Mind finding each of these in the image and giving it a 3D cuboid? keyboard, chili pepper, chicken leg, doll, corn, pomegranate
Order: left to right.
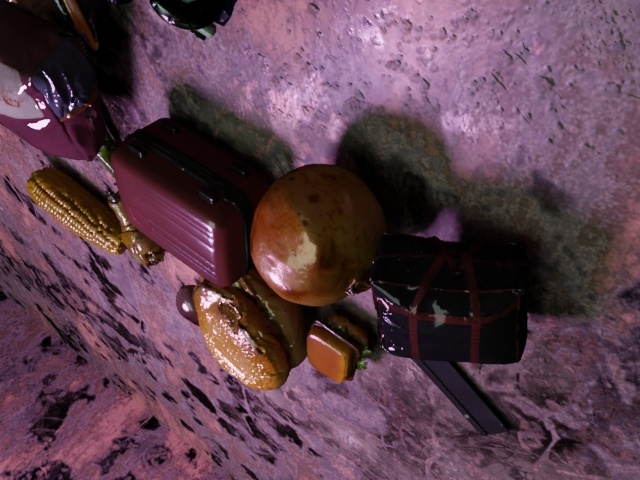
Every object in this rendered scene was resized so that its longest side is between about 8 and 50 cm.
[{"bbox_3d":[-0.653,-0.084,1.670,0.363,0.120,0.120,32,146,14],"label":"corn"},{"bbox_3d":[-0.497,-0.241,1.361,0.084,0.076,0.359,1,132,16],"label":"chili pepper"},{"bbox_3d":[-0.461,-0.028,1.554,0.103,0.088,0.228,19,135,50],"label":"chicken leg"},{"bbox_3d":[-0.276,0.161,1.554,0.188,0.096,0.145,-4,144,20],"label":"doll"},{"bbox_3d":[0.000,0.000,0.927,0.215,0.215,0.215,29,145,23],"label":"pomegranate"},{"bbox_3d":[0.254,0.271,1.132,0.231,0.023,0.072,48,141,-6],"label":"keyboard"}]

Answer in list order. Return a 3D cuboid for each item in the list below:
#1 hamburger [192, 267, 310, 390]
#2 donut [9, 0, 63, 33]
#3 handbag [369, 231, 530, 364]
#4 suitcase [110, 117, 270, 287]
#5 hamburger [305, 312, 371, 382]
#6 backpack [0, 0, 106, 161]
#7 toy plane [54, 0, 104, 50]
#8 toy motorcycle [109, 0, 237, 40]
[{"bbox_3d":[-0.156,0.172,1.337,0.289,0.170,0.314,33,148,23],"label":"hamburger"},{"bbox_3d":[-0.549,-0.443,1.185,0.108,0.065,0.166,43,148,4],"label":"donut"},{"bbox_3d":[0.179,0.076,0.849,0.215,0.155,0.169,3,139,13],"label":"handbag"},{"bbox_3d":[-0.237,-0.072,1.163,0.297,0.161,0.236,31,145,19],"label":"suitcase"},{"bbox_3d":[0.040,0.218,1.250,0.137,0.087,0.166,33,148,17],"label":"hamburger"},{"bbox_3d":[-0.516,-0.283,1.146,0.283,0.197,0.317,28,161,18],"label":"backpack"},{"bbox_3d":[-0.434,-0.471,1.003,0.204,0.103,0.316,13,143,43],"label":"toy plane"},{"bbox_3d":[-0.230,-0.409,0.772,0.331,0.196,0.125,39,151,-15],"label":"toy motorcycle"}]
